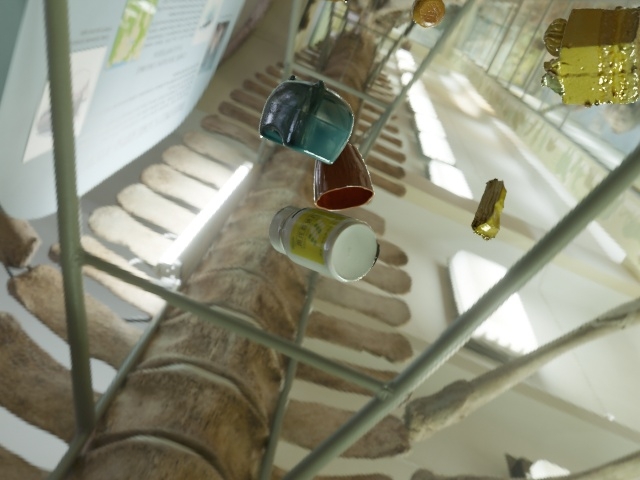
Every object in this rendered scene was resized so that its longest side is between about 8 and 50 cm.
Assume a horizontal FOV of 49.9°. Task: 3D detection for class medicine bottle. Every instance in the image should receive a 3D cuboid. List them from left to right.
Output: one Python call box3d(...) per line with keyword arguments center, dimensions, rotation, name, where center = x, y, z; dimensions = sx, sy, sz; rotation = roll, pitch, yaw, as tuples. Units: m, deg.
box3d(center=(0.000, 0.000, 1.583), dimensions=(0.143, 0.143, 0.258), rotation=(8, -174, -37), name="medicine bottle")

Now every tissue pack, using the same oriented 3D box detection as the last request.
box3d(center=(-0.037, -0.348, 1.957), dimensions=(0.198, 0.206, 0.287), rotation=(21, -173, -30), name="tissue pack")

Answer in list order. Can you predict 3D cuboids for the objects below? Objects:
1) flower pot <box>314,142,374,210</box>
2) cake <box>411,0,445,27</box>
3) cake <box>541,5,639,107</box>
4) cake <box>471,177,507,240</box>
box3d(center=(0.060, -0.204, 2.150), dimensions=(0.190, 0.190, 0.173), rotation=(7, -116, -40), name="flower pot")
box3d(center=(0.266, -0.569, 1.703), dimensions=(0.084, 0.084, 0.044), rotation=(17, -151, -20), name="cake")
box3d(center=(0.804, -0.551, 2.053), dimensions=(0.286, 0.222, 0.227), rotation=(2, -131, 28), name="cake")
box3d(center=(0.525, -0.085, 2.068), dimensions=(0.079, 0.185, 0.116), rotation=(-2, 145, 45), name="cake")
